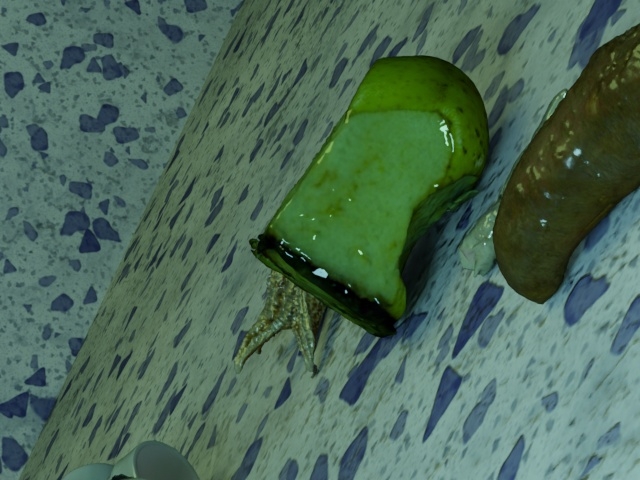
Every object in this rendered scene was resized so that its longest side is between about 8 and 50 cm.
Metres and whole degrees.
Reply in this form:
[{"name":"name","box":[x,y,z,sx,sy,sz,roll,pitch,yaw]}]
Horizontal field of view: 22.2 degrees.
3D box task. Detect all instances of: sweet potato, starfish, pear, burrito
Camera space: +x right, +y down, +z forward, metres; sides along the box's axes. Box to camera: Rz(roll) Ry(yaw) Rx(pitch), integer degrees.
[{"name":"sweet potato","box":[0.225,-0.087,1.157,0.341,0.092,0.114,-49,42,44]},{"name":"starfish","box":[-0.006,0.026,1.831,0.301,0.084,0.293,163,130,-77]},{"name":"pear","box":[0.059,-0.050,1.582,0.255,0.164,0.238,-58,2,-8]},{"name":"burrito","box":[0.171,-0.047,1.383,0.185,0.041,0.045,-59,22,21]}]

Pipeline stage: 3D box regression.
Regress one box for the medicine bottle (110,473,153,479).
[{"name":"medicine bottle","box":[-0.203,0.387,1.687,0.143,0.143,0.258,-43,21,55]}]

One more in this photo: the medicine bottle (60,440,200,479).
[{"name":"medicine bottle","box":[-0.271,0.361,1.942,0.296,0.161,0.111,-41,21,25]}]
